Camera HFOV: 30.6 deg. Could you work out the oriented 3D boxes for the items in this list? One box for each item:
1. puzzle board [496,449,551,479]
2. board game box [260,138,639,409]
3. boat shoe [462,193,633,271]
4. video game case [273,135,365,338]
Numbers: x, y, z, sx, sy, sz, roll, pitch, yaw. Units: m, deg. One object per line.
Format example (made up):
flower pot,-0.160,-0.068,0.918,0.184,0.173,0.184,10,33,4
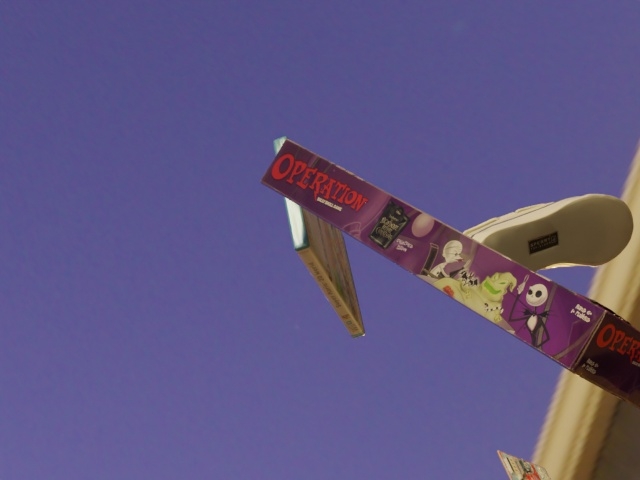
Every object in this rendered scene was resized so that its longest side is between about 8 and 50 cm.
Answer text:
puzzle board,0.338,0.385,1.856,0.096,0.128,0.011,24,-71,-20
board game box,0.124,0.033,0.858,0.208,0.347,0.056,34,-91,-41
boat shoe,0.269,-0.008,1.441,0.258,0.084,0.095,-8,-78,-29
video game case,0.000,0.000,1.043,0.015,0.119,0.166,-19,-35,9
